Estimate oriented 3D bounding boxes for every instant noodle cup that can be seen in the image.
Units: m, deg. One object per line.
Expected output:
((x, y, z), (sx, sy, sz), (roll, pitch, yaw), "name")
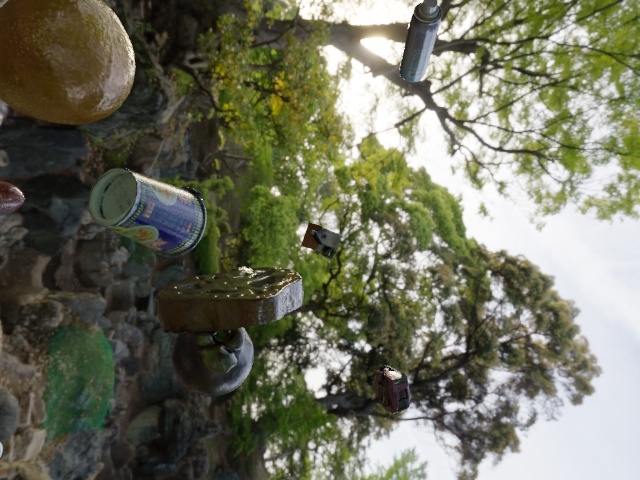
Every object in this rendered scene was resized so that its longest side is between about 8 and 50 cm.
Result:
((-0.591, -0.104, 1.401), (0.312, 0.284, 0.284), (35, 48, -67), "instant noodle cup")

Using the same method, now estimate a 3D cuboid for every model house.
((0.000, 0.000, 1.278), (0.088, 0.100, 0.100), (-69, -165, -2), "model house")

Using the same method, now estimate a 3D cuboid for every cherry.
((-0.882, -0.103, 1.059), (0.107, 0.225, 0.090), (-123, -153, -79), "cherry")

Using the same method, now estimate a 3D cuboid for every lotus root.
((-0.222, 0.151, 1.075), (0.375, 0.390, 0.111), (9, -77, 54), "lotus root")

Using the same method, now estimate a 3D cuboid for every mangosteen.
((-0.375, 0.393, 1.450), (0.311, 0.311, 0.311), (179, -90, -76), "mangosteen")

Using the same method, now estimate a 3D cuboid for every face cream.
((0.253, -0.507, 1.039), (0.229, 0.075, 0.075), (88, -3, -71), "face cream")

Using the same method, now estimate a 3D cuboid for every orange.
((-0.512, -0.362, 0.802), (0.274, 0.274, 0.274), (179, -90, -76), "orange")

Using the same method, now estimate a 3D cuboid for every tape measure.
((0.202, 0.424, 1.173), (0.118, 0.074, 0.125), (172, -91, -68), "tape measure")

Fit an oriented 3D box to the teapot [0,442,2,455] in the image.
((-0.560, 0.335, 0.549), (0.145, 0.226, 0.092), (22, -67, 32), "teapot")

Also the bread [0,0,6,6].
((-0.223, -0.253, 0.333), (0.178, 0.240, 0.135), (63, 23, 7), "bread")
